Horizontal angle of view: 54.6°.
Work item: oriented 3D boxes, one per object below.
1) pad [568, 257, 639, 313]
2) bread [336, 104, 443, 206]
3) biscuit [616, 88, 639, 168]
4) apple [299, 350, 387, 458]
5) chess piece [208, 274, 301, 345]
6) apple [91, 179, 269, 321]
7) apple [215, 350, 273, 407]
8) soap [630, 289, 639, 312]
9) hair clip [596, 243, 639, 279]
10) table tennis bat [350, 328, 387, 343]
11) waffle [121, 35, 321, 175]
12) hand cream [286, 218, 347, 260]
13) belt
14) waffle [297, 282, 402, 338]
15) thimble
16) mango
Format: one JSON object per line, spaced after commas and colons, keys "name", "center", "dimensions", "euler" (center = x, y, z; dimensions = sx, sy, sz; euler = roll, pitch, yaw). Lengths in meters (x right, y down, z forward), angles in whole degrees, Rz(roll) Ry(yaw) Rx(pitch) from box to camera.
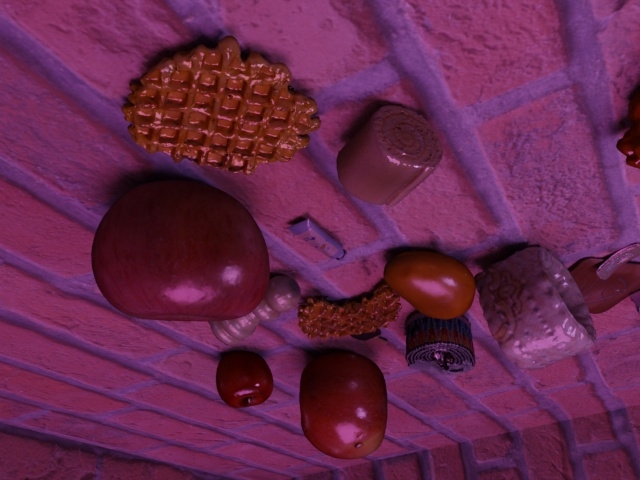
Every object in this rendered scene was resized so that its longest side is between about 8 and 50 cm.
{"name": "pad", "center": [0.786, 0.136, 1.777], "dimensions": [0.284, 0.018, 0.286], "euler": [6, 146, -17]}
{"name": "bread", "center": [0.122, -0.151, 1.123], "dimensions": [0.148, 0.134, 0.141], "euler": [22, 144, -18]}
{"name": "biscuit", "center": [0.708, -0.226, 1.054], "dimensions": [0.318, 0.110, 0.312], "euler": [10, 148, 8]}
{"name": "apple", "center": [0.072, 0.524, 1.991], "dimensions": [0.277, 0.348, 0.348], "euler": [1, 147, 0]}
{"name": "chess piece", "center": [-0.160, 0.170, 1.600], "dimensions": [0.243, 0.133, 0.133], "euler": [-27, 142, 24]}
{"name": "apple", "center": [-0.273, 0.023, 1.239], "dimensions": [0.345, 0.269, 0.345], "euler": [-1, 168, 0]}
{"name": "apple", "center": [-0.240, 0.439, 1.960], "dimensions": [0.181, 0.168, 0.181], "euler": [-5, 143, -4]}
{"name": "soap", "center": [0.981, 0.178, 1.825], "dimensions": [0.100, 0.056, 0.149], "euler": [-35, 143, 32]}
{"name": "hair clip", "center": [0.789, 0.054, 1.631], "dimensions": [0.054, 0.022, 0.137], "euler": [30, 121, -29]}
{"name": "table tennis bat", "center": [0.158, 0.300, 1.946], "dimensions": [0.087, 0.013, 0.156], "euler": [-30, 140, 32]}
{"name": "waffle", "center": [-0.165, -0.209, 1.060], "dimensions": [0.307, 0.060, 0.312], "euler": [-25, 141, 29]}
{"name": "hand cream", "center": [0.000, 0.000, 1.424], "dimensions": [0.065, 0.043, 0.171], "euler": [-23, 142, 31]}
{"name": "belt", "center": [0.355, 0.309, 1.864], "dimensions": [0.207, 0.150, 0.257], "euler": [-6, 147, 16]}
{"name": "waffle", "center": [0.082, 0.203, 1.737], "dimensions": [0.293, 0.069, 0.259], "euler": [-8, 150, 0]}
{"name": "thimble", "center": [0.537, 0.164, 1.552], "dimensions": [0.195, 0.291, 0.291], "euler": [-31, 140, 28]}
{"name": "mango", "center": [0.283, 0.105, 1.545], "dimensions": [0.175, 0.139, 0.254], "euler": [-33, 132, 31]}
